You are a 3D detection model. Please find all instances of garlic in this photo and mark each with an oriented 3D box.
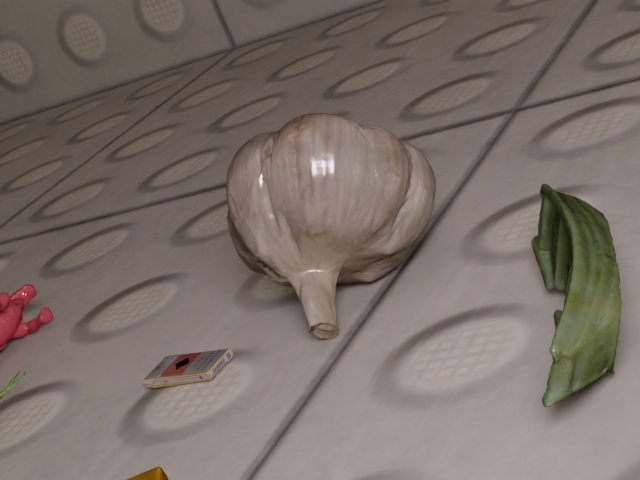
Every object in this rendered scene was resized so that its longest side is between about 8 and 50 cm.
[{"bbox_3d":[0.000,0.000,1.251,0.219,0.218,0.212,-13,59,30],"label":"garlic"}]

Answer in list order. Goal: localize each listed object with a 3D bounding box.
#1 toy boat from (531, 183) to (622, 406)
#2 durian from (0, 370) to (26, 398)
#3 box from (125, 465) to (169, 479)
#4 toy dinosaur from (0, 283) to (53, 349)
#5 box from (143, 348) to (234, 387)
[{"bbox_3d":[0.195,0.039,0.988,0.055,0.093,0.293,5,24,6],"label":"toy boat"},{"bbox_3d":[-0.396,0.226,1.218,0.169,0.157,0.355,11,17,-8],"label":"durian"},{"bbox_3d":[-0.253,0.307,0.737,0.415,0.115,0.264,-25,19,-2],"label":"box"},{"bbox_3d":[-0.436,0.140,1.541,0.139,0.070,0.286,-23,18,37],"label":"toy dinosaur"},{"bbox_3d":[-0.129,0.124,1.259,0.083,0.012,0.046,-10,24,34],"label":"box"}]
